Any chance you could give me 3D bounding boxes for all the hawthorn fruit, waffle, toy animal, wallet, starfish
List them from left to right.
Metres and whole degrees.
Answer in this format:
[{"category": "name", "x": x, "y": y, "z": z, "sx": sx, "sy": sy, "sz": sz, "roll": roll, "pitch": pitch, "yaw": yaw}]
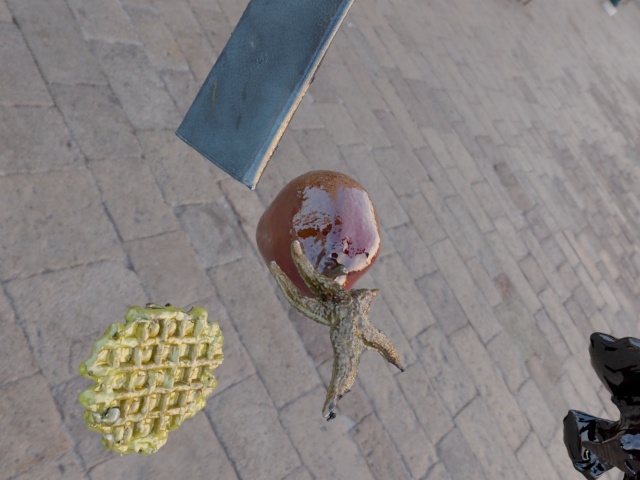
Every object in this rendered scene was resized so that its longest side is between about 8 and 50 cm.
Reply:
[{"category": "waffle", "x": -0.256, "y": 0.207, "z": 0.978, "sx": 0.262, "sy": 0.060, "sz": 0.281, "roll": -50, "pitch": 142, "yaw": -37}, {"category": "wallet", "x": -0.076, "y": -0.284, "z": 0.964, "sx": 0.190, "sy": 0.379, "sz": 0.046, "roll": 36, "pitch": 11, "yaw": 30}, {"category": "hawthorn fruit", "x": -0.004, "y": 0.001, "z": 1.409, "sx": 0.295, "sy": 0.295, "sz": 0.311, "roll": 33, "pitch": 48, "yaw": -28}, {"category": "starfish", "x": 0.021, "y": 0.070, "z": 0.467, "sx": 0.133, "sy": 0.041, "sz": 0.130, "roll": 25, "pitch": 45, "yaw": -21}, {"category": "toy animal", "x": 0.325, "y": 0.178, "z": 0.563, "sx": 0.116, "sy": 0.179, "sz": 0.219, "roll": 38, "pitch": 37, "yaw": -83}]
